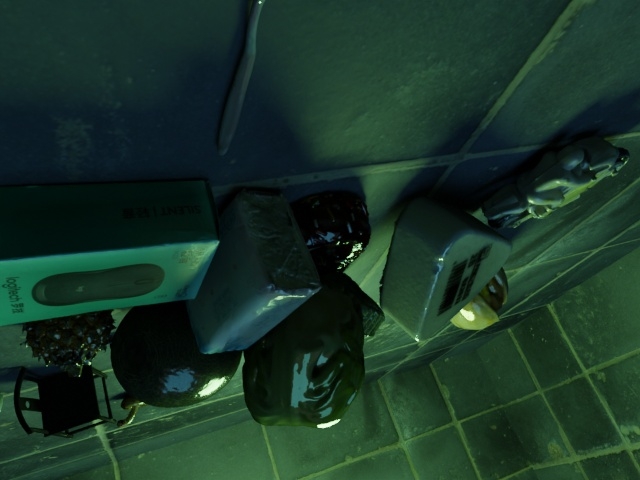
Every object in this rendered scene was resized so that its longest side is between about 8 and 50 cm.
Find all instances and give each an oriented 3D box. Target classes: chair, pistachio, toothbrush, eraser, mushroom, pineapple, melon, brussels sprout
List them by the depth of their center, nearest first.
[{"bbox_3d":[-0.087,-0.202,0.610,0.029,0.025,0.307,-16,156,-30],"label":"toothbrush"},{"bbox_3d":[-0.477,0.199,0.997,0.175,0.137,0.161,-22,156,5],"label":"pineapple"},{"bbox_3d":[-0.043,0.237,1.062,0.246,0.328,0.328,-2,150,-25],"label":"brussels sprout"},{"bbox_3d":[-0.285,0.219,1.074,0.237,0.238,0.301,-28,167,15],"label":"melon"},{"bbox_3d":[0.269,0.036,1.157,0.331,0.150,0.332,-25,136,-27],"label":"eraser"},{"bbox_3d":[-0.625,0.395,1.281,0.141,0.155,0.260,-17,159,-10],"label":"chair"},{"bbox_3d":[0.458,0.156,1.589,0.229,0.230,0.309,-24,151,6],"label":"pistachio"},{"bbox_3d":[-0.612,0.538,1.666,0.129,0.073,0.088,-46,-170,-37],"label":"mushroom"}]

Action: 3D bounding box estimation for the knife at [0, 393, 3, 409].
[{"bbox_3d":[-0.852,0.458,1.320,0.040,0.073,0.265,9,145,-34],"label":"knife"}]

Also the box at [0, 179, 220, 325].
[{"bbox_3d":[-0.322,0.017,0.767,0.311,0.118,0.205,-6,153,-30],"label":"box"}]

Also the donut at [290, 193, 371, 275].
[{"bbox_3d":[0.000,0.000,1.029,0.234,0.089,0.235,-17,154,-9],"label":"donut"}]

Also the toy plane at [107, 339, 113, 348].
[{"bbox_3d":[-0.443,0.236,1.229,0.145,0.037,0.060,-12,144,-11],"label":"toy plane"}]

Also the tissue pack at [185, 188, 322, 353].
[{"bbox_3d":[-0.138,0.064,0.912,0.124,0.202,0.271,-4,151,-43],"label":"tissue pack"}]

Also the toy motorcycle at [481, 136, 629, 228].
[{"bbox_3d":[0.524,-0.132,1.152,0.340,0.108,0.223,-30,155,15],"label":"toy motorcycle"}]

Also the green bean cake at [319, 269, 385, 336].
[{"bbox_3d":[0.061,0.147,1.261,0.094,0.185,0.183,-48,151,2],"label":"green bean cake"}]
